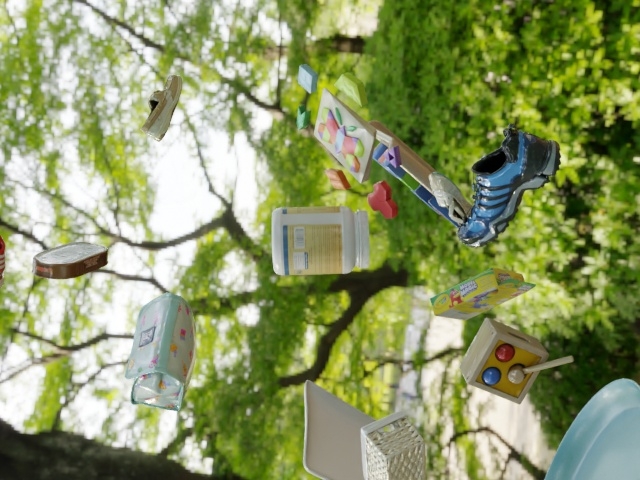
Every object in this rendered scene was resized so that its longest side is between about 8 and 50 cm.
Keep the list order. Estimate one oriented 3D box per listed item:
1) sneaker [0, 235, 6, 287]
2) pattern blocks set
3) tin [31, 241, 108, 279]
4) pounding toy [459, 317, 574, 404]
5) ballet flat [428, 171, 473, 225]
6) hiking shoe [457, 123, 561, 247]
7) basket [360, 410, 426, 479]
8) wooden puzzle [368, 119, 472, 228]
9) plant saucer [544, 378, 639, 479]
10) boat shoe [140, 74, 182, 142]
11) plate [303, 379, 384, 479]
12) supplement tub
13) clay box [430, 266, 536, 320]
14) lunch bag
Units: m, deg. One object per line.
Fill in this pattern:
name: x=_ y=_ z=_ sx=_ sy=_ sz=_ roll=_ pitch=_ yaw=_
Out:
sneaker: x=-0.619 y=-0.011 z=1.420 sx=0.087 sy=0.221 sz=0.128 roll=-79 pitch=13 yaw=-58
pattern blocks set: x=0.050 y=-0.214 z=1.775 sx=0.325 sy=0.026 sz=0.285 roll=38 pitch=142 yaw=38
tin: x=-0.527 y=0.040 z=1.811 sx=0.190 sy=0.106 sz=0.040 roll=-31 pitch=-54 yaw=-66
pounding toy: x=0.349 y=0.219 z=1.536 sx=0.100 sy=0.141 sz=0.130 roll=-102 pitch=36 yaw=-72
ballet flat: x=0.287 y=-0.083 z=1.867 sx=0.057 sy=0.168 sz=0.052 roll=-1 pitch=57 yaw=48
hiking shoe: x=0.349 y=-0.112 z=1.733 sx=0.304 sy=0.132 sz=0.113 roll=-56 pitch=15 yaw=38
basket: x=0.162 y=0.481 z=1.885 sx=0.103 sy=0.113 sz=0.167 roll=46 pitch=148 yaw=51
wooden puzzle: x=0.245 y=-0.150 z=2.115 sx=0.080 sy=0.322 sz=0.348 roll=-49 pitch=16 yaw=10
plant saucer: x=0.359 y=0.335 z=1.119 sx=0.317 sy=0.044 sz=0.317 roll=25 pitch=-90 yaw=-88
boat shoe: x=-0.270 y=-0.232 z=1.455 sx=0.050 sy=0.045 sz=0.135 roll=-36 pitch=37 yaw=49
plate: x=0.054 y=0.519 z=2.150 sx=0.045 sy=0.277 sz=0.278 roll=-41 pitch=29 yaw=27
supplement tub: x=0.000 y=0.000 z=1.804 sx=0.144 sy=0.200 sz=0.144 roll=179 pitch=90 yaw=-90
clay box: x=0.385 y=0.123 z=2.030 sx=0.222 sy=0.127 sz=0.053 roll=-32 pitch=60 yaw=36
lunch bag: x=-0.394 y=0.279 z=2.154 sx=0.262 sy=0.160 sz=0.223 roll=107 pitch=172 yaw=-58
